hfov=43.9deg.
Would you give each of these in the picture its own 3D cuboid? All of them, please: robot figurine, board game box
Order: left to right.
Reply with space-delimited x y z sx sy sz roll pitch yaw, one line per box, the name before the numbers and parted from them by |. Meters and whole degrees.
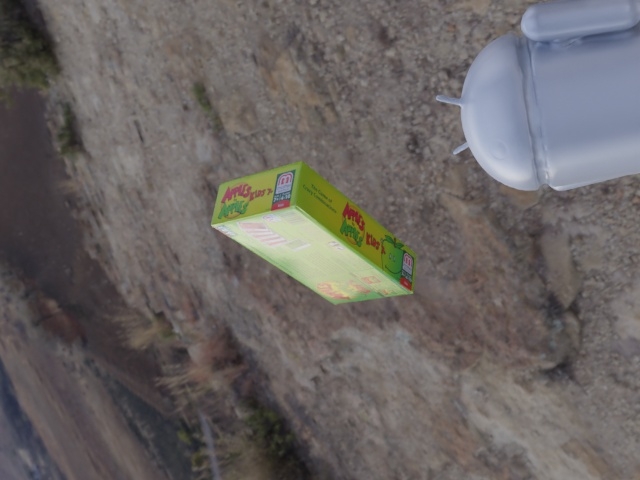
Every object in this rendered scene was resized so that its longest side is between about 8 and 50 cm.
board game box | 0.000 0.000 0.708 0.092 0.043 0.181 -11 148 36
robot figurine | 0.328 -0.173 0.979 0.300 0.353 0.200 65 -158 -44
